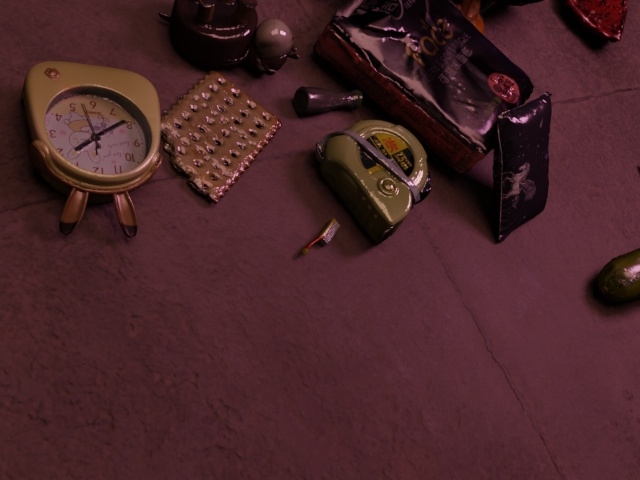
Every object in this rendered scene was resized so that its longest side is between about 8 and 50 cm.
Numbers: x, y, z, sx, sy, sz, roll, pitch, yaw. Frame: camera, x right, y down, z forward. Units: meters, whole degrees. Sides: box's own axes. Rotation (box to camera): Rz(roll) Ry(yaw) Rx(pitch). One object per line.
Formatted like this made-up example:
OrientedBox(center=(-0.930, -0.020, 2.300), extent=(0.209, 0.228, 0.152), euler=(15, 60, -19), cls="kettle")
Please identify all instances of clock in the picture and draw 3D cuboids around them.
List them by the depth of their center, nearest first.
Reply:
OrientedBox(center=(-0.285, -0.114, 1.142), extent=(0.170, 0.069, 0.232), euler=(4, 60, -28), cls="clock")

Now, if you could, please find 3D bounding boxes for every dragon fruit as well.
OrientedBox(center=(0.563, -0.466, 1.846), extent=(0.127, 0.121, 0.161), euler=(25, 69, -66), cls="dragon fruit")

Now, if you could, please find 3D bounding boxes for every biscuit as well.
OrientedBox(center=(-0.150, -0.153, 1.276), extent=(0.144, 0.016, 0.203), euler=(39, 49, -2), cls="biscuit")

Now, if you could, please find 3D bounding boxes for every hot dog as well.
OrientedBox(center=(0.252, -0.381, 1.617), extent=(0.090, 0.060, 0.140), euler=(41, 52, -1), cls="hot dog")

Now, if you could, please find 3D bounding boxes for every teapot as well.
OrientedBox(center=(0.015, -0.215, 1.393), extent=(0.111, 0.043, 0.042), euler=(-7, 64, -35), cls="teapot")

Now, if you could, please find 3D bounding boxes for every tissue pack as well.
OrientedBox(center=(0.174, -0.281, 1.471), extent=(0.332, 0.123, 0.245), euler=(41, 48, 0), cls="tissue pack")

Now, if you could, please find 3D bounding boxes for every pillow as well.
OrientedBox(center=(0.315, -0.115, 1.419), extent=(0.055, 0.208, 0.141), euler=(19, 36, 40), cls="pillow")

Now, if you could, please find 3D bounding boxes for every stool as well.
OrientedBox(center=(-0.126, -0.317, 1.331), extent=(0.217, 0.121, 0.125), euler=(21, 51, -10), cls="stool")

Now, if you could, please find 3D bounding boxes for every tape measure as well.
OrientedBox(center=(0.082, -0.101, 1.325), extent=(0.154, 0.087, 0.177), euler=(-33, 78, -27), cls="tape measure")

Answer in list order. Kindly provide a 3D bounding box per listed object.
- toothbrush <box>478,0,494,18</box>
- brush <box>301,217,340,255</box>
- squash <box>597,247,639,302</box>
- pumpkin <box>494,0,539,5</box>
OrientedBox(center=(0.350, -0.487, 1.768), extent=(0.030, 0.030, 0.304), euler=(42, 47, 0), cls="toothbrush")
OrientedBox(center=(0.000, 0.000, 1.260), extent=(0.021, 0.019, 0.083), euler=(49, 48, -6), cls="brush")
OrientedBox(center=(0.583, 0.041, 1.521), extent=(0.332, 0.087, 0.087), euler=(-10, 66, -36), cls="squash")
OrientedBox(center=(0.322, -0.558, 1.630), extent=(0.197, 0.263, 0.293), euler=(-31, 68, -32), cls="pumpkin")
